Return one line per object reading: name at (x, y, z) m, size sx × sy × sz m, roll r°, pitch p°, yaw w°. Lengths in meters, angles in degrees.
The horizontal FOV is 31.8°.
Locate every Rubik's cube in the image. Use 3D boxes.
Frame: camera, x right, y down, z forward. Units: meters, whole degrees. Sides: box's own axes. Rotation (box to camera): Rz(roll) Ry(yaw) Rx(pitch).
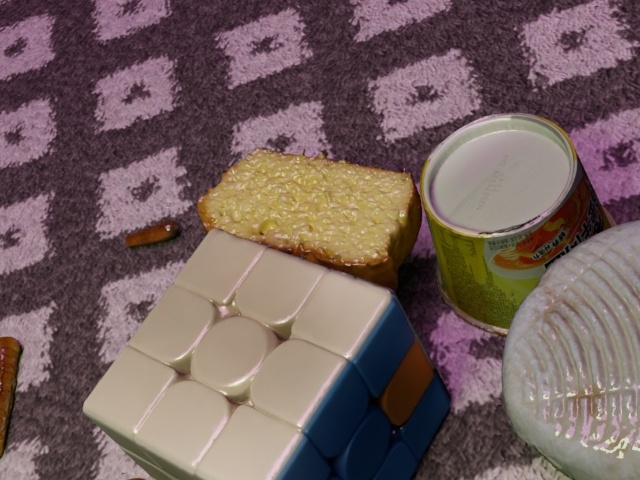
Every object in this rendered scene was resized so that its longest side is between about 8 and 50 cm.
Rubik's cube at (-0.053, 0.205, 1.385) m, size 0.291 × 0.290 × 0.292 m, roll 18°, pitch 65°, yaw 33°

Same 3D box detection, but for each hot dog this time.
hot dog at (-0.506, 0.239, 1.721) m, size 0.066 × 0.047 × 0.216 m, roll -13°, pitch 51°, yaw 18°

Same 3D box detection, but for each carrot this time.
carrot at (-0.271, -0.009, 1.816) m, size 0.093 × 0.032 × 0.032 m, roll -16°, pitch 50°, yaw 18°

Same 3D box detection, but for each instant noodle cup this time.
instant noodle cup at (0.255, -0.032, 1.490) m, size 0.264 × 0.200 × 0.264 m, roll -13°, pitch 50°, yaw 16°

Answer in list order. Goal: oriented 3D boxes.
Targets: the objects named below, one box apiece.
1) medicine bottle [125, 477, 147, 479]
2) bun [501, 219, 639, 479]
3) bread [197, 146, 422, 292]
medicine bottle at (-0.198, 0.386, 1.425) m, size 0.096 × 0.096 × 0.192 m, roll -47°, pitch 44°, yaw -14°
bun at (0.376, 0.146, 1.297) m, size 0.354 × 0.194 × 0.355 m, roll -19°, pitch 47°, yaw 22°
bread at (0.000, 0.000, 1.594) m, size 0.340 × 0.179 × 0.194 m, roll 12°, pitch 59°, yaw 33°
